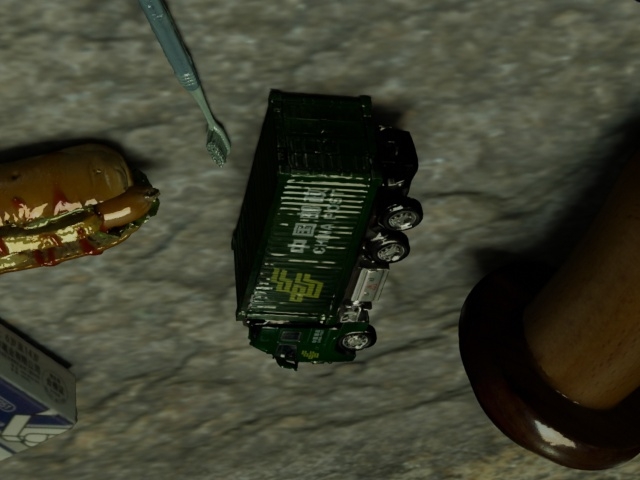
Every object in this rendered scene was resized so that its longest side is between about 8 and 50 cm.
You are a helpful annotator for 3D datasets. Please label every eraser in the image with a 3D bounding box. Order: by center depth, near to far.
[{"bbox_3d":[-0.319,0.112,1.590,0.124,0.068,0.210,-22,141,24],"label":"eraser"}]

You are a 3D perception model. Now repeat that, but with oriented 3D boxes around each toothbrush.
[{"bbox_3d":[-0.099,-0.121,1.325,0.016,0.019,0.219,2,147,16],"label":"toothbrush"}]

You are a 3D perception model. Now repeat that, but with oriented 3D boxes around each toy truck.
[{"bbox_3d":[0.000,0.000,1.454,0.121,0.088,0.259,2,143,-12],"label":"toy truck"}]

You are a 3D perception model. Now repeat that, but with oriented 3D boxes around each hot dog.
[{"bbox_3d":[-0.242,-0.011,1.418,0.250,0.076,0.104,-8,144,8],"label":"hot dog"}]

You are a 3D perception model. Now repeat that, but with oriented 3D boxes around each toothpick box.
[{"bbox_3d":[0.238,0.051,1.475,0.192,0.192,0.294,15,135,-27],"label":"toothpick box"}]

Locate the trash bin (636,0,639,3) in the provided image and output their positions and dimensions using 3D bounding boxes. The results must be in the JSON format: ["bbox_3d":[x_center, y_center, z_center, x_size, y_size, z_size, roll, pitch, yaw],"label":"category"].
[{"bbox_3d":[0.246,-0.246,1.078,0.184,0.163,0.234,20,143,-31],"label":"trash bin"}]
